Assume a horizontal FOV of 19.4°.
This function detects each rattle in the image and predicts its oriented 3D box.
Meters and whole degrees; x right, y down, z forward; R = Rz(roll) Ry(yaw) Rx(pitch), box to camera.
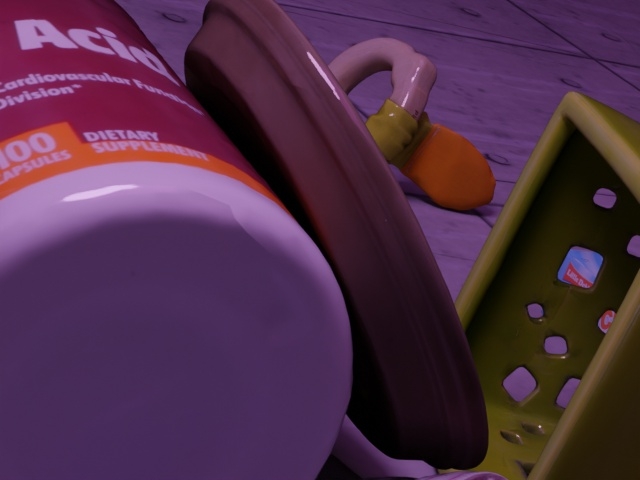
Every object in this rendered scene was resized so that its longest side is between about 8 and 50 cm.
[{"bbox_3d":[0.039,-0.099,1.587,0.142,0.130,0.199,16,-9,-40],"label":"rattle"}]

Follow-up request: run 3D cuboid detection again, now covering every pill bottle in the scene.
[{"bbox_3d":[-0.156,-0.013,0.955,0.224,0.224,0.392,7,24,-29],"label":"pill bottle"}]

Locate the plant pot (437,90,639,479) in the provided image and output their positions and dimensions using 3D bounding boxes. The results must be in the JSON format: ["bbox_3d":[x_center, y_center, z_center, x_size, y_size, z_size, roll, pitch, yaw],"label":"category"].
[{"bbox_3d":[0.206,0.075,1.072,0.207,0.227,0.228,20,18,-16],"label":"plant pot"}]

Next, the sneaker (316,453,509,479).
[{"bbox_3d":[0.058,0.152,0.890,0.252,0.111,0.103,32,24,32],"label":"sneaker"}]

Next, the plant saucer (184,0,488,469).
[{"bbox_3d":[0.000,0.000,0.955,0.041,0.278,0.278,-27,35,-9],"label":"plant saucer"}]

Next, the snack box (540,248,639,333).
[{"bbox_3d":[0.317,0.108,1.302,0.187,0.060,0.322,6,24,-32],"label":"snack box"}]
